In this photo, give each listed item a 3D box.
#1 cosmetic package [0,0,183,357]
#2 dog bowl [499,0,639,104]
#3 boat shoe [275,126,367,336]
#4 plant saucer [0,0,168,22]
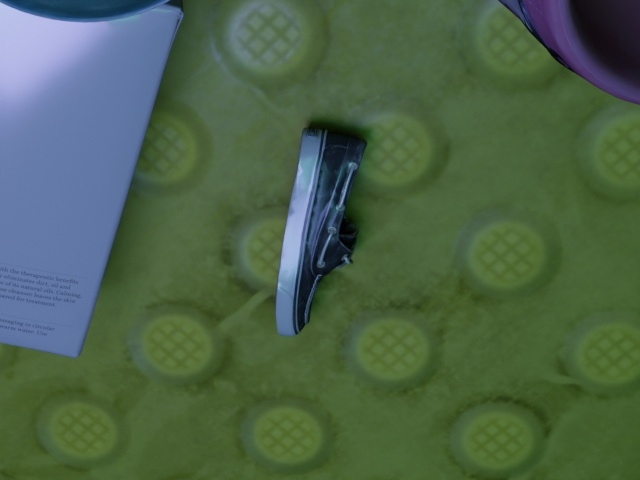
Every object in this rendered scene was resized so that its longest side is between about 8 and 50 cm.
[{"bbox_3d":[-0.262,-0.093,1.158,0.196,0.155,0.366,14,118,-15],"label":"cosmetic package"},{"bbox_3d":[0.304,-0.267,0.944,0.407,0.150,0.408,-9,139,-8],"label":"dog bowl"},{"bbox_3d":[0.000,0.000,1.244,0.070,0.078,0.219,10,117,1],"label":"boat shoe"},{"bbox_3d":[-0.180,-0.320,0.934,0.317,0.044,0.318,5,111,12],"label":"plant saucer"}]
